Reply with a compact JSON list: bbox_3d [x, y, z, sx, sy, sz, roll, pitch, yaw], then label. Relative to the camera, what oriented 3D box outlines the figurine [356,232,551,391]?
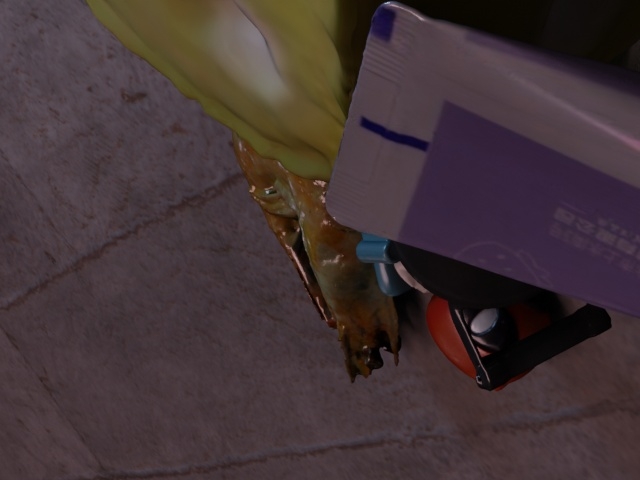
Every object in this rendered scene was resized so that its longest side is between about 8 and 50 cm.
[{"bbox_3d":[0.077,0.026,0.993,0.140,0.068,0.075,60,152,-11],"label":"figurine"}]

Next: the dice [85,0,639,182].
[{"bbox_3d":[0.014,-0.183,0.635,0.238,0.227,0.233,40,153,27],"label":"dice"}]

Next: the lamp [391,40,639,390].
[{"bbox_3d":[0.079,-0.051,0.834,0.172,0.147,0.227,58,166,21],"label":"lamp"}]

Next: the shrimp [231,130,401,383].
[{"bbox_3d":[0.001,-0.001,1.115,0.115,0.051,0.217,29,148,53],"label":"shrimp"}]

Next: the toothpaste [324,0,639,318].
[{"bbox_3d":[0.185,0.013,0.553,0.371,0.080,0.125,14,150,1],"label":"toothpaste"}]
